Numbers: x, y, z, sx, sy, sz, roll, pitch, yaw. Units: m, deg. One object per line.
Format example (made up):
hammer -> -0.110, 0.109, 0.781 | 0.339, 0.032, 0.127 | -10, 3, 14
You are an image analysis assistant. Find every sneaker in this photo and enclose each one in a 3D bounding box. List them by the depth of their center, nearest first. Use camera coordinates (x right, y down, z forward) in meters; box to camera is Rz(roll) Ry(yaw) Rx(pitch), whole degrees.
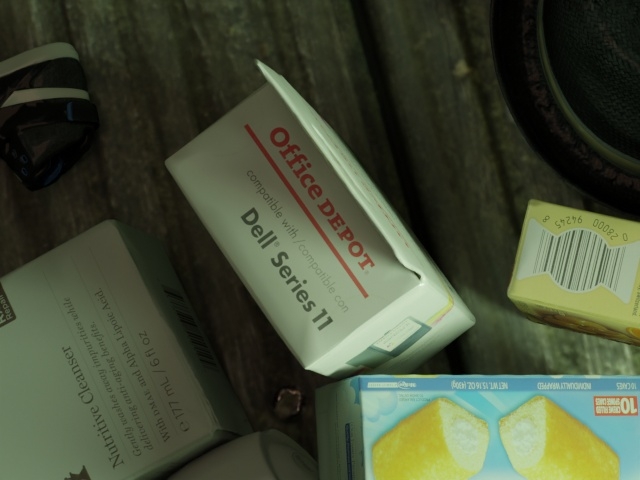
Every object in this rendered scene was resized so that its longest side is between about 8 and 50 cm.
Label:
sneaker -> -0.310, -0.090, 1.701 | 0.217, 0.079, 0.121 | -23, 75, 7

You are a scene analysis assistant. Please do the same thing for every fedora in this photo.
fedora -> 0.288, -0.185, 1.546 | 0.334, 0.152, 0.334 | -2, 80, 13

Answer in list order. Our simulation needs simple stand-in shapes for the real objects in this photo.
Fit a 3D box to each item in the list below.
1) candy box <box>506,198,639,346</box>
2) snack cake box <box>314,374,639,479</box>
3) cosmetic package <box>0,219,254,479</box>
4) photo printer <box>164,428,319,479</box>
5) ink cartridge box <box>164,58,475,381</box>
candy box -> 0.320, 0.052, 1.483 | 0.316, 0.183, 0.087 | 13, 85, 14
snack cake box -> 0.133, 0.188, 1.481 | 0.264, 0.089, 0.152 | 2, 77, -26
cosmetic package -> -0.280, 0.166, 1.613 | 0.385, 0.156, 0.217 | -30, 78, 5
photo printer -> -0.047, 0.330, 1.538 | 0.256, 0.107, 0.307 | -44, 74, 19
ink cartridge box -> 0.000, 0.000, 1.475 | 0.119, 0.353, 0.207 | -36, 75, 5
